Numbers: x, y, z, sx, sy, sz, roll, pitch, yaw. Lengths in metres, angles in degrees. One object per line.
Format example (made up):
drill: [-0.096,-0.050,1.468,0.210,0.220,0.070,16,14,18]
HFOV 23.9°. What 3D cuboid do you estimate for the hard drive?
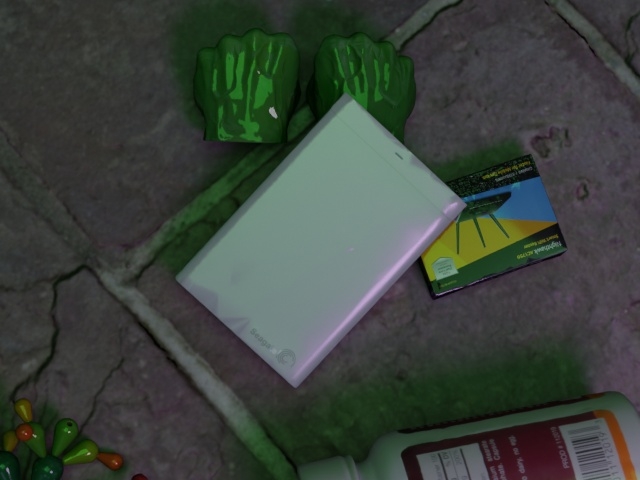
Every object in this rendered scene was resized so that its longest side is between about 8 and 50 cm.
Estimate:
hard drive: [0.000,0.000,1.849,0.203,0.040,0.307,43,92,-4]

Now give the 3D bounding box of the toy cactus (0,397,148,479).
toy cactus: [-0.333,0.298,1.806,0.219,0.112,0.180,28,90,-6]

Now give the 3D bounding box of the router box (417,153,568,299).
router box: [0.202,-0.017,1.899,0.179,0.046,0.133,-19,82,-5]

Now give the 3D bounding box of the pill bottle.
pill bottle: [0.181,0.316,1.751,0.392,0.224,0.224,-10,81,-4]

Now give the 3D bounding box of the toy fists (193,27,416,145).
toy fists: [-0.019,-0.192,1.898,0.279,0.096,0.142,2,95,-2]
